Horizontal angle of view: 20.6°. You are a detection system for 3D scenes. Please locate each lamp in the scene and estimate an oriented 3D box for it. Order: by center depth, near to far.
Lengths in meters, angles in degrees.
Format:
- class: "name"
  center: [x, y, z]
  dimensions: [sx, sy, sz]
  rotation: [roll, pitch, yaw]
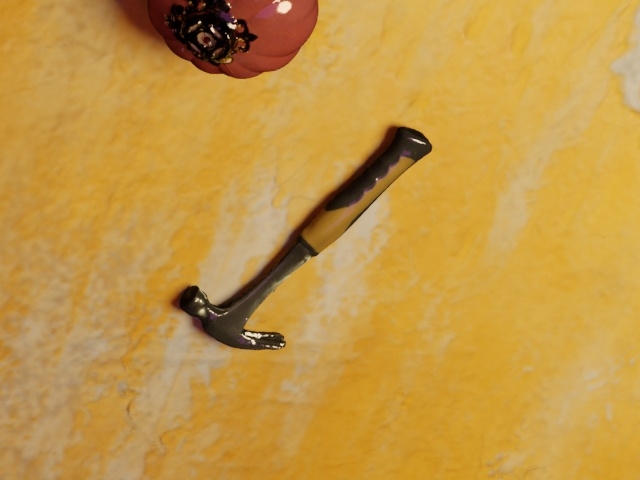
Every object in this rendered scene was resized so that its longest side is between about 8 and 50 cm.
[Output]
- class: "lamp"
  center: [-0.054, -0.148, 1.070]
  dimensions: [0.107, 0.092, 0.107]
  rotation: [12, 137, 12]

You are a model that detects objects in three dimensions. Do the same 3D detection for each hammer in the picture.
- class: "hammer"
  center: [0.000, 0.000, 1.198]
  dimensions: [0.201, 0.021, 0.078]
  rotation: [-43, 118, 10]
